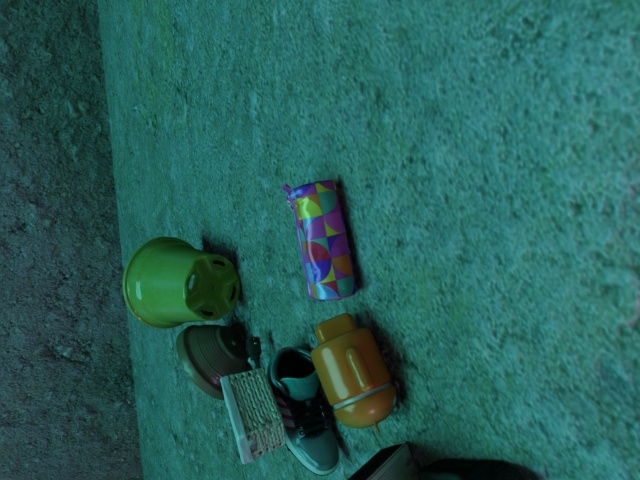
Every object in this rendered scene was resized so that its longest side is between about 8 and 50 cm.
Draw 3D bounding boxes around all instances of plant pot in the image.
[{"bbox_3d":[-0.283,0.319,1.544,0.110,0.237,0.237,-39,62,13],"label":"plant pot"},{"bbox_3d":[-0.370,0.124,1.547,0.254,0.276,0.276,-1,101,45],"label":"plant pot"}]

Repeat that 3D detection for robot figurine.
[{"bbox_3d":[0.062,0.249,1.018,0.158,0.128,0.219,-37,68,40],"label":"robot figurine"}]

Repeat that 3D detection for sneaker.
[{"bbox_3d":[0.246,0.410,0.835,0.227,0.087,0.130,-37,72,59],"label":"sneaker"},{"bbox_3d":[-0.032,0.356,1.217,0.295,0.124,0.178,58,153,29],"label":"sneaker"}]

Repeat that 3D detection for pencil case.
[{"bbox_3d":[0.000,0.000,1.045,0.104,0.104,0.236,-13,91,58],"label":"pencil case"}]

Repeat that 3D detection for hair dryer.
[{"bbox_3d":[-0.114,0.401,1.425,0.223,0.080,0.293,95,152,-55],"label":"hair dryer"}]

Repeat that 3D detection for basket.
[{"bbox_3d":[-0.148,0.380,1.209,0.167,0.103,0.113,-120,21,-47],"label":"basket"}]

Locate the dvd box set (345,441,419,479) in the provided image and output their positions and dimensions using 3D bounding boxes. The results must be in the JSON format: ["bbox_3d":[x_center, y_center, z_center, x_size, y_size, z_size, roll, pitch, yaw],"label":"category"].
[{"bbox_3d":[0.148,0.570,0.861,0.062,0.308,0.420,-27,77,23],"label":"dvd box set"}]
